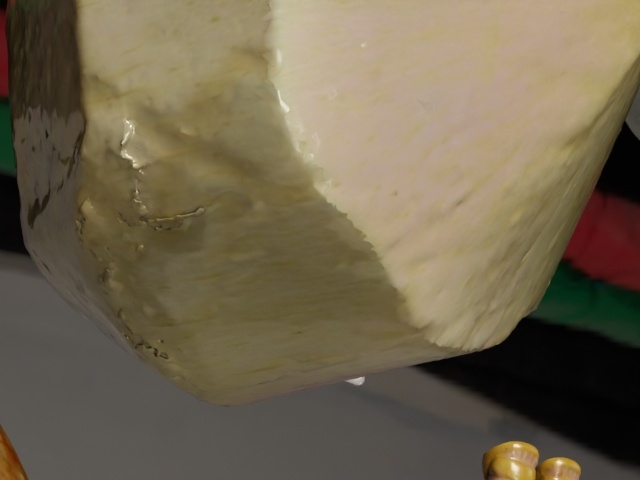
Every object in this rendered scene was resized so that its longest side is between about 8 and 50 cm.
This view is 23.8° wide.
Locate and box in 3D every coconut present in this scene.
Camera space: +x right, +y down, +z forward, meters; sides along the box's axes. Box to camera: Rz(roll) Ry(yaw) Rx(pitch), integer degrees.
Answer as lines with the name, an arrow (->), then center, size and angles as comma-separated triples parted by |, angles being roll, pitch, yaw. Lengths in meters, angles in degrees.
coconut -> 0.006, -0.067, 0.542 | 0.259, 0.259, 0.259 | 6, -25, 3

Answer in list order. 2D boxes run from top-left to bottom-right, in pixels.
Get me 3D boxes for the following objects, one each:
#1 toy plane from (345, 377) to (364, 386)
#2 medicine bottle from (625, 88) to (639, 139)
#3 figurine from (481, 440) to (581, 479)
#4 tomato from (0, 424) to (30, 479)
toy plane -> 0.000, 0.000, 1.192 | 0.244, 0.245, 0.117 | 3, -1, 9
medicine bottle -> 0.215, -0.091, 0.844 | 0.089, 0.057, 0.057 | -27, -15, -21
figurine -> 0.114, 0.206, 0.678 | 0.174, 0.240, 0.116 | 20, -29, -31
tomato -> -0.194, 0.109, 0.309 | 0.270, 0.270, 0.222 | 26, -59, -35
